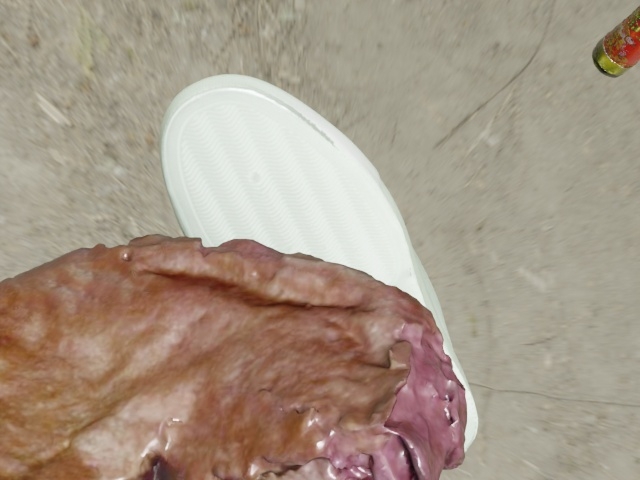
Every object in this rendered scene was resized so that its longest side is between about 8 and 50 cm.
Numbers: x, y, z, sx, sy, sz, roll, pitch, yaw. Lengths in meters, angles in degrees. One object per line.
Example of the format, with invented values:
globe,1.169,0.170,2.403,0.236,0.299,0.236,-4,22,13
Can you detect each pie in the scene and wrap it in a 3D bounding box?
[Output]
pie,-0.067,0.075,0.507,0.204,0.054,0.218,3,42,27

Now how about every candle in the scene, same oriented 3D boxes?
candle,0.364,-0.236,1.933,0.052,0.131,0.052,10,64,-21

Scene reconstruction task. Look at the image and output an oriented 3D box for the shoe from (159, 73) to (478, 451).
shoe,0.000,0.000,1.197,0.132,0.160,0.363,-27,125,8
